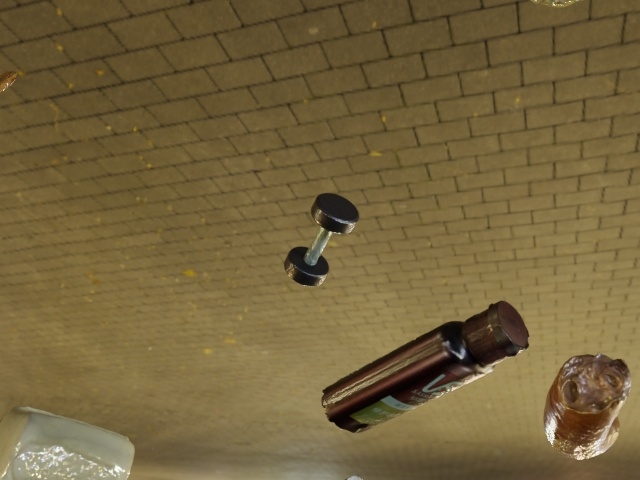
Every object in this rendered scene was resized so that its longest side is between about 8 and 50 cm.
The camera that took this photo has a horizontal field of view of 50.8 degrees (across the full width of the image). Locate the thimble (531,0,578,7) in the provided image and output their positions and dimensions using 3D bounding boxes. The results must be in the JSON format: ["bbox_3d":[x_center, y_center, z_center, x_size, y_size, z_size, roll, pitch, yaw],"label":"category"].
[{"bbox_3d":[0.242,-0.349,0.771,0.190,0.143,0.137,-7,127,-23],"label":"thimble"}]

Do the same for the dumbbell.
[{"bbox_3d":[0.000,0.000,1.425,0.100,0.100,0.191,14,126,-22],"label":"dumbbell"}]

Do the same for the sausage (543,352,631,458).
[{"bbox_3d":[0.320,0.213,0.819,0.103,0.076,0.302,-39,149,-1],"label":"sausage"}]

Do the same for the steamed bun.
[{"bbox_3d":[-0.542,0.496,1.370,0.290,0.272,0.273,18,162,-19],"label":"steamed bun"}]

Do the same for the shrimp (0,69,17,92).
[{"bbox_3d":[-0.779,-0.349,1.577,0.154,0.294,0.062,-35,119,-4],"label":"shrimp"}]

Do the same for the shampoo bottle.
[{"bbox_3d":[0.151,0.192,0.990,0.129,0.084,0.323,24,134,-38],"label":"shampoo bottle"}]

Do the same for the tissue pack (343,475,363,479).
[{"bbox_3d":[0.012,0.483,1.136,0.103,0.090,0.170,-7,139,-48],"label":"tissue pack"}]
